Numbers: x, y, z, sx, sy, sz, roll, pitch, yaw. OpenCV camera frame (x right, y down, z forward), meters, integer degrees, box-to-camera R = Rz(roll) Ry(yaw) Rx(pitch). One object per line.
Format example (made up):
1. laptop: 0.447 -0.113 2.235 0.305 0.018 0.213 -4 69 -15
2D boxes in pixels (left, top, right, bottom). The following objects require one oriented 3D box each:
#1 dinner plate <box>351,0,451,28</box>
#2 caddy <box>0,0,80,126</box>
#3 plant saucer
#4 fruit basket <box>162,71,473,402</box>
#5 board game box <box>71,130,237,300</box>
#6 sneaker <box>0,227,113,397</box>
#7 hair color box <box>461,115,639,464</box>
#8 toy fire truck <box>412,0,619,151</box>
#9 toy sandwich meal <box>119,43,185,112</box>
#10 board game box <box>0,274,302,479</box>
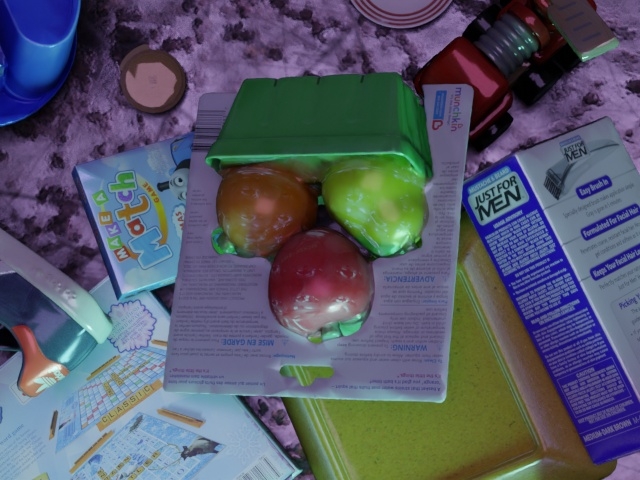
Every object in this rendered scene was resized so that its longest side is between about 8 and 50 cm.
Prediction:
1. dinner plate: 0.097 -0.320 1.842 0.141 0.017 0.141 0 83 3
2. caddy: -0.418 -0.302 1.802 0.241 0.179 0.341 -18 81 -22
3. plant saucer: 0.109 0.169 1.707 0.332 0.081 0.333 -26 81 16
4. fruit basket: 0.000 0.000 1.675 0.327 0.165 0.353 -1 78 21
5. board game box: -0.160 -0.038 1.780 0.211 0.039 0.160 -19 82 -20
6. sneaker: -0.404 0.049 1.741 0.350 0.131 0.148 33 76 27
7. hair color box: 0.306 0.050 1.680 0.185 0.110 0.339 -21 85 -43
8. toy fire truck: 0.223 -0.208 1.703 0.217 0.246 0.158 -42 82 -2
9. toy sandwich meal: -0.203 -0.191 1.844 0.085 0.029 0.086 1 84 -7
10. board game box: -0.242 0.245 1.771 0.318 0.066 0.318 -40 81 -2
